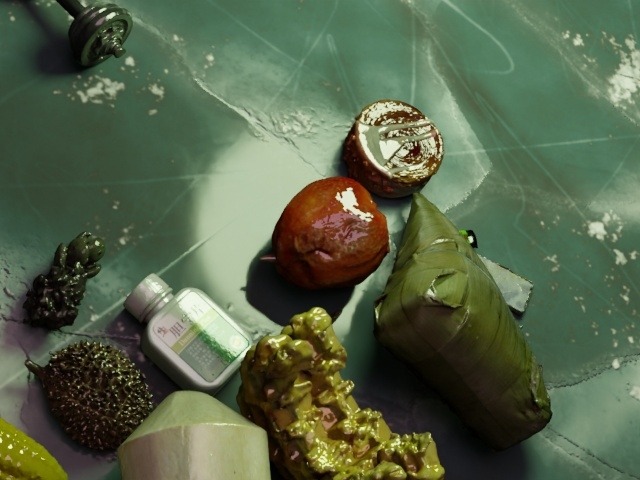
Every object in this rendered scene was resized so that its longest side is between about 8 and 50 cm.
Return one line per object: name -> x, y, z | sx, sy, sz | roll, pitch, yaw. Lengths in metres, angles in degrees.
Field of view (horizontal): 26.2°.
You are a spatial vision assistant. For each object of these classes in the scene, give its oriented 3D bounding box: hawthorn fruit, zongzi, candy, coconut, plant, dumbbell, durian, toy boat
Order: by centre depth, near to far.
candy -> -0.416, 0.281, 1.770 | 0.199, 0.094, 0.106 | 28, 52, -11
coconut -> -0.163, 0.304, 1.787 | 0.202, 0.202, 0.222 | 0, 70, -20
durian -> -0.309, 0.194, 1.852 | 0.188, 0.091, 0.148 | 23, 58, -6
plant -> -0.354, 0.052, 1.921 | 0.085, 0.087, 0.174 | 14, 52, 16
hawthorn fruit -> 0.014, -0.003, 2.045 | 0.173, 0.173, 0.179 | 36, 84, 0
zongzi -> 0.220, 0.113, 2.071 | 0.323, 0.160, 0.360 | 51, 21, -23
dumbbell -> -0.391, -0.370, 2.110 | 0.254, 0.110, 0.110 | 45, 58, 12
toy boat -> 0.281, 0.068, 2.179 | 0.115, 0.016, 0.063 | 29, 58, -4

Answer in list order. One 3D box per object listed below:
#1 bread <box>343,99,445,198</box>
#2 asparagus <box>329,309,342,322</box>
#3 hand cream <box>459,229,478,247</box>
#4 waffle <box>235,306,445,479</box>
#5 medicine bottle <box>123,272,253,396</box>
bread -> 0.114, -0.146, 2.194 | 0.160, 0.073, 0.160 | 9, 64, -19
asparagus -> -0.019, 0.147, 2.028 | 0.016, 0.016, 0.163 | 37, 57, 23
hand cream -> 0.192, -0.003, 2.179 | 0.122, 0.023, 0.036 | 0, 53, -22
waffle -> 0.020, 0.264, 1.830 | 0.151, 0.261, 0.324 | -25, 63, -27
medicine bottle -> -0.191, 0.130, 1.942 | 0.183, 0.069, 0.119 | 42, 60, 5
